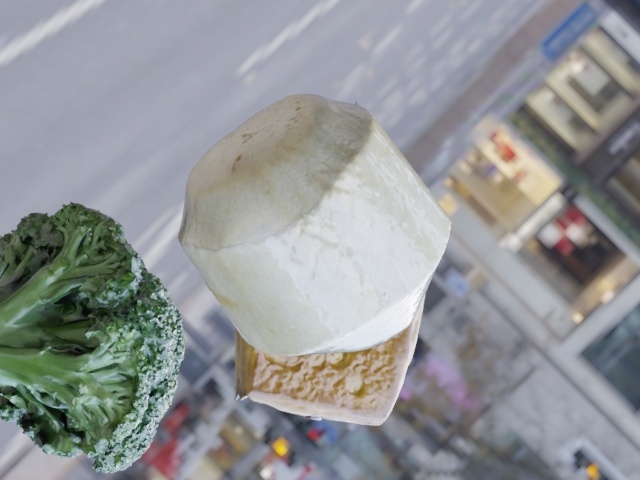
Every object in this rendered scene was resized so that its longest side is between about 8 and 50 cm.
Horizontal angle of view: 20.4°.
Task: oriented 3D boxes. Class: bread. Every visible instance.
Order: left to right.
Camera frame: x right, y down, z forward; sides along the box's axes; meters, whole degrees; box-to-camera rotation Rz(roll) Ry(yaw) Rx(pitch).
[{"bbox_3d":[0.005,0.082,1.993,0.099,0.210,0.235,-156,-103,-74],"label":"bread"}]

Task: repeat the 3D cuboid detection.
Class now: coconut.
[{"bbox_3d":[0.000,0.000,1.462,0.202,0.222,0.202,-29,-154,16],"label":"coconut"}]

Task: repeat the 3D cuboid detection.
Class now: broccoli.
[{"bbox_3d":[-0.250,0.100,1.688,0.242,0.269,0.261,3,130,-30],"label":"broccoli"}]
